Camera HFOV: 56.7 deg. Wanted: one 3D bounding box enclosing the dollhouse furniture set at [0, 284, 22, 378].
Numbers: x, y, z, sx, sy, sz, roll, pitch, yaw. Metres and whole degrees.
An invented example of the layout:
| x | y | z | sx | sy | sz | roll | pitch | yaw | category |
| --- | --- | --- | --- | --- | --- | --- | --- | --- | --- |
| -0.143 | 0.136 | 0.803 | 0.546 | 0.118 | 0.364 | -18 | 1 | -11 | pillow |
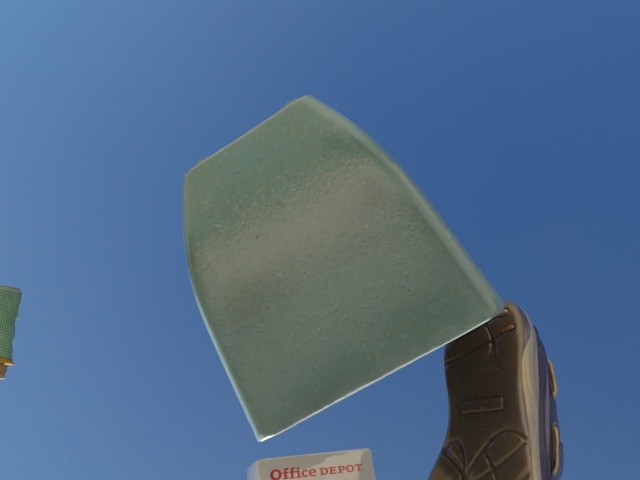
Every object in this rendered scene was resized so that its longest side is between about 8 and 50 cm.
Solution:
| x | y | z | sx | sy | sz | roll | pitch | yaw | category |
| --- | --- | --- | --- | --- | --- | --- | --- | --- | --- |
| -0.715 | 0.156 | 1.128 | 0.151 | 0.302 | 0.197 | -15 | -113 | 44 | dollhouse furniture set |

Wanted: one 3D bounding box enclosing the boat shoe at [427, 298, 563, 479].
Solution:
| x | y | z | sx | sy | sz | roll | pitch | yaw | category |
| --- | --- | --- | --- | --- | --- | --- | --- | --- | --- |
| 0.203 | 0.238 | 0.625 | 0.132 | 0.130 | 0.355 | -19 | -134 | 47 | boat shoe |

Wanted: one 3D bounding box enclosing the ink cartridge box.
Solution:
| x | y | z | sx | sy | sz | roll | pitch | yaw | category |
| --- | --- | --- | --- | --- | --- | --- | --- | --- | --- |
| -0.004 | 0.378 | 0.734 | 0.155 | 0.093 | 0.212 | 1 | -119 | -16 | ink cartridge box |

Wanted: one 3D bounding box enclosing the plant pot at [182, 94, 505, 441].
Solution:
| x | y | z | sx | sy | sz | roll | pitch | yaw | category |
| --- | --- | --- | --- | --- | --- | --- | --- | --- | --- |
| 0.000 | 0.000 | 0.611 | 0.248 | 0.247 | 0.252 | -31 | -89 | 10 | plant pot |
